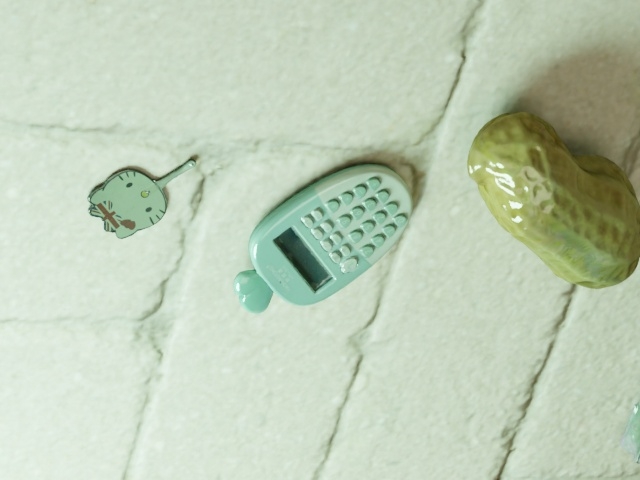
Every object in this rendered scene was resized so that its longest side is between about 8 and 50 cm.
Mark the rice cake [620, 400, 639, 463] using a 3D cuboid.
[{"bbox_3d":[0.307,0.105,1.659,0.047,0.036,0.207,-6,128,-33],"label":"rice cake"}]

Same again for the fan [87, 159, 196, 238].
[{"bbox_3d":[-0.124,-0.034,1.400,0.083,0.004,0.056,-33,130,6],"label":"fan"}]

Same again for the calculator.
[{"bbox_3d":[0.000,0.000,1.465,0.153,0.021,0.095,-34,130,6],"label":"calculator"}]

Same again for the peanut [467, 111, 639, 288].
[{"bbox_3d":[0.179,-0.029,1.471,0.093,0.083,0.194,-30,134,21],"label":"peanut"}]
